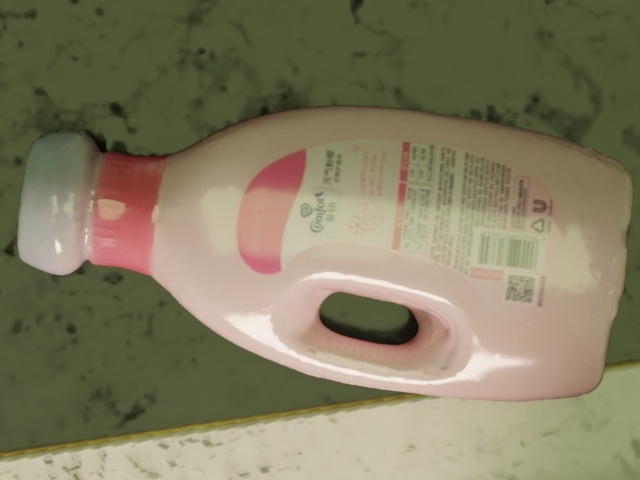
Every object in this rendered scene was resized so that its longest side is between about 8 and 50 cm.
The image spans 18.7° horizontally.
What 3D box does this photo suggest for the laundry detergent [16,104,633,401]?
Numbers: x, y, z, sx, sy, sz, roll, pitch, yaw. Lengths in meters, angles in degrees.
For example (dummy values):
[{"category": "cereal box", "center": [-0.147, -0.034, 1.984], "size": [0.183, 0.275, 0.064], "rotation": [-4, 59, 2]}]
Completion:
[{"category": "laundry detergent", "center": [0.000, 0.000, 1.090], "size": [0.335, 0.088, 0.159], "rotation": [7, 93, -1]}]
